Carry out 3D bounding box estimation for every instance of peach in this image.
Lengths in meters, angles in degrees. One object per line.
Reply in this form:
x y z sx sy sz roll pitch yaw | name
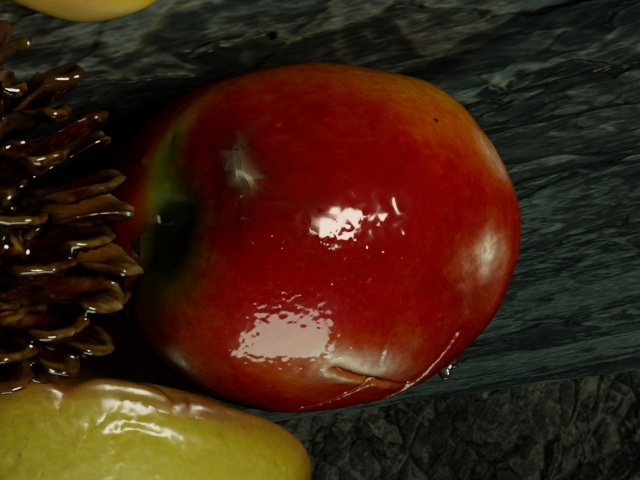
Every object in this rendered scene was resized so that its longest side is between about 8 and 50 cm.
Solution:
0.000 0.000 1.021 0.226 0.196 0.190 2 -163 -41 | peach

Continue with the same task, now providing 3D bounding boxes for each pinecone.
-0.158 -0.017 0.858 0.163 0.165 0.163 10 -165 -3 | pinecone

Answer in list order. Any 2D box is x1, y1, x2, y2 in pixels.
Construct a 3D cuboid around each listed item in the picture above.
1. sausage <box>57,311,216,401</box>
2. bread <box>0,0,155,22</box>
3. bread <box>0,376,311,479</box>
-0.118 0.060 1.163 0.254 0.148 0.148 -50 163 4 | sausage
-0.046 -0.127 0.590 0.177 0.084 0.119 -20 166 28 | bread
-0.136 0.170 1.039 0.270 0.148 0.270 -4 152 -2 | bread
